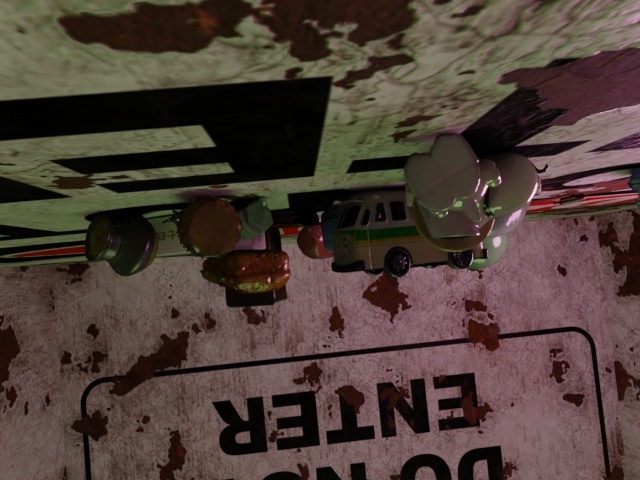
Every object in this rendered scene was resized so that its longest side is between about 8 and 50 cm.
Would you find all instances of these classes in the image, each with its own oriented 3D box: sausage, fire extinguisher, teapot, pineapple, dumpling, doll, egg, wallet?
[{"bbox_3d":[0.000,0.000,1.600,0.148,0.148,0.254,-7,180,23],"label":"sausage"},{"bbox_3d":[0.816,-0.134,1.485,0.100,0.032,0.046,-14,-176,32],"label":"fire extinguisher"},{"bbox_3d":[-0.416,-0.002,0.926,0.165,0.131,0.119,34,-171,40],"label":"teapot"},{"bbox_3d":[-0.230,-0.031,0.853,0.125,0.125,0.251,-4,-172,-24],"label":"pineapple"},{"bbox_3d":[0.477,-0.086,1.199,0.216,0.149,0.105,-14,-148,-22],"label":"dumpling"},{"bbox_3d":[0.186,-0.068,0.646,0.271,0.144,0.208,-8,159,-43],"label":"doll"},{"bbox_3d":[0.552,-0.007,1.631,0.220,0.221,0.269,-5,180,-10],"label":"egg"},{"bbox_3d":[-0.098,-0.055,1.197,0.160,0.042,0.195,-2,-179,16],"label":"wallet"}]

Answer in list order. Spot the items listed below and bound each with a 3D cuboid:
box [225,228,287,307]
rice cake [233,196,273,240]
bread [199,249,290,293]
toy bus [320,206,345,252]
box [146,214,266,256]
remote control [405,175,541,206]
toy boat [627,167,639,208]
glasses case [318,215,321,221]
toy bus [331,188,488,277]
[{"bbox_3d":[-0.235,0.094,1.580,0.184,0.274,0.143,-6,178,13],"label":"box"},{"bbox_3d":[-0.168,-0.036,0.948,0.063,0.069,0.206,-45,-159,-28],"label":"rice cake"},{"bbox_3d":[-0.224,0.085,1.241,0.185,0.109,0.380,-6,180,-26],"label":"bread"},{"bbox_3d":[0.097,-0.039,1.132,0.133,0.116,0.234,-4,175,-30],"label":"toy bus"},{"bbox_3d":[-0.306,-0.009,1.162,0.210,0.095,0.330,-6,179,18],"label":"box"},{"bbox_3d":[0.271,-0.097,0.819,0.230,0.049,0.090,-6,-172,10],"label":"remote control"},{"bbox_3d":[0.775,-0.116,1.034,0.109,0.098,0.237,-4,180,43],"label":"toy boat"},{"bbox_3d":[-0.025,-0.062,1.346,0.083,0.021,0.032,-4,175,-40],"label":"glasses case"},{"bbox_3d":[0.177,-0.020,0.943,0.305,0.179,0.143,-5,180,-16],"label":"toy bus"}]
